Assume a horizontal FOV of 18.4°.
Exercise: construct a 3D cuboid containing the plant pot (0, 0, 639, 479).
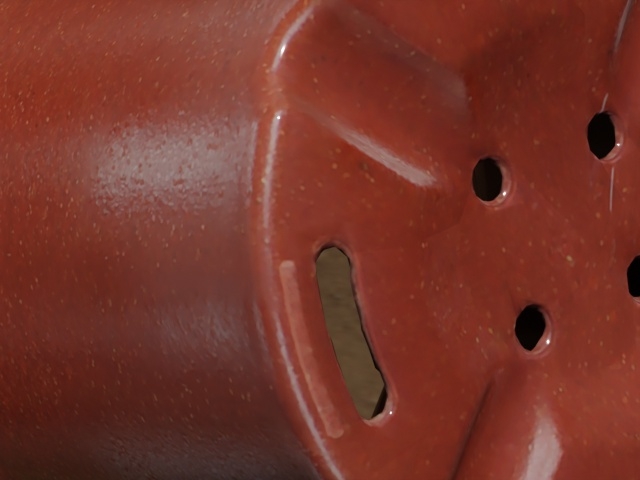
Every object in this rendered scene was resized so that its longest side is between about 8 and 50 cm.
[{"bbox_3d":[0.000,0.000,0.621,0.272,0.265,0.272,1,87,-33],"label":"plant pot"}]
